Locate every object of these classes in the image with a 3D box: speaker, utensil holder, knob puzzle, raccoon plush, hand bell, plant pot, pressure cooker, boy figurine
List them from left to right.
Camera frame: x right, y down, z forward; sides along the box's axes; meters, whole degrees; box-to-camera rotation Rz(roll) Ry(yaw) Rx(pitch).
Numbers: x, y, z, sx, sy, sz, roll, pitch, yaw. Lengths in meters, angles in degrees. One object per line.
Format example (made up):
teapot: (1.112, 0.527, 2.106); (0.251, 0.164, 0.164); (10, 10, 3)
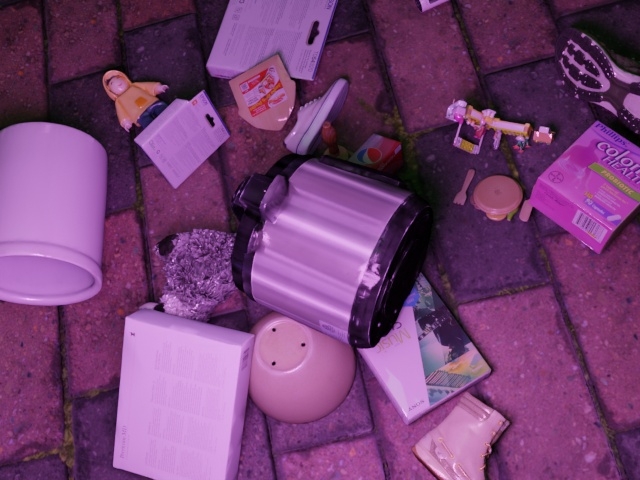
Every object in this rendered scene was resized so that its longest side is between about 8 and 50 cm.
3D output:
utensil holder: (-0.723, -0.067, 1.989); (0.328, 0.327, 0.385); (-7, 64, 7)
boy figurine: (-0.521, -0.402, 2.225); (0.177, 0.092, 0.285); (-44, 70, -7)
raccoon plush: (-0.234, 0.131, 1.890); (0.447, 0.216, 0.299); (-10, 73, 5)
knob puzzle: (-0.148, -0.399, 2.161); (0.213, 0.030, 0.213); (2, 95, 21)
plant pot: (-0.067, 0.270, 1.796); (0.284, 0.191, 0.284); (-4, 66, 8)
pressure cooker: (-0.003, 0.004, 1.695); (0.421, 0.369, 0.375); (22, 30, 19)
hand bell: (0.032, -0.237, 1.968); (0.126, 0.242, 0.126); (-4, 66, 9)
speaker: (0.343, -0.714, 2.222); (0.136, 0.055, 0.055); (-24, 65, -1)

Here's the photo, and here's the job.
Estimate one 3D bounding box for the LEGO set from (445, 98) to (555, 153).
LEGO set: (0.452, -0.270, 1.986); (0.287, 0.132, 0.107); (18, 87, -7)

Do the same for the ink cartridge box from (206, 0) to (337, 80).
ink cartridge box: (-0.133, -0.609, 2.256); (0.330, 0.071, 0.324); (12, 70, 11)

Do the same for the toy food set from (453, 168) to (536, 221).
toy food set: (0.451, -0.109, 1.956); (0.192, 0.038, 0.132); (17, 64, 22)

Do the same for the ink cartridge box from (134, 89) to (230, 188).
ink cartridge box: (-0.368, -0.278, 2.069); (0.224, 0.223, 0.045); (-45, 61, -10)

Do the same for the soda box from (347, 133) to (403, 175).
soda box: (0.104, -0.160, 1.962); (0.092, 0.083, 0.263); (23, 54, 30)

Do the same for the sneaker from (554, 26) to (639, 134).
sneaker: (0.789, -0.421, 1.998); (0.182, 0.158, 0.410); (-22, 58, -34)

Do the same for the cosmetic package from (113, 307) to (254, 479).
cosmetic package: (-0.315, 0.369, 1.749); (0.285, 0.097, 0.377); (12, 103, 13)

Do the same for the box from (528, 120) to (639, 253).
box: (0.672, -0.131, 1.852); (0.243, 0.117, 0.213); (-41, 67, -19)

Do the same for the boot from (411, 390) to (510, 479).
boot: (0.359, 0.481, 1.683); (0.203, 0.095, 0.262); (-44, 63, -11)

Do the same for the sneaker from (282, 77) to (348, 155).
sneaker: (-0.014, -0.349, 2.106); (0.091, 0.094, 0.258); (28, 75, 15)

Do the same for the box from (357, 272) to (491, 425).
box: (0.215, 0.240, 1.814); (0.232, 0.058, 0.322); (-28, 66, -12)
